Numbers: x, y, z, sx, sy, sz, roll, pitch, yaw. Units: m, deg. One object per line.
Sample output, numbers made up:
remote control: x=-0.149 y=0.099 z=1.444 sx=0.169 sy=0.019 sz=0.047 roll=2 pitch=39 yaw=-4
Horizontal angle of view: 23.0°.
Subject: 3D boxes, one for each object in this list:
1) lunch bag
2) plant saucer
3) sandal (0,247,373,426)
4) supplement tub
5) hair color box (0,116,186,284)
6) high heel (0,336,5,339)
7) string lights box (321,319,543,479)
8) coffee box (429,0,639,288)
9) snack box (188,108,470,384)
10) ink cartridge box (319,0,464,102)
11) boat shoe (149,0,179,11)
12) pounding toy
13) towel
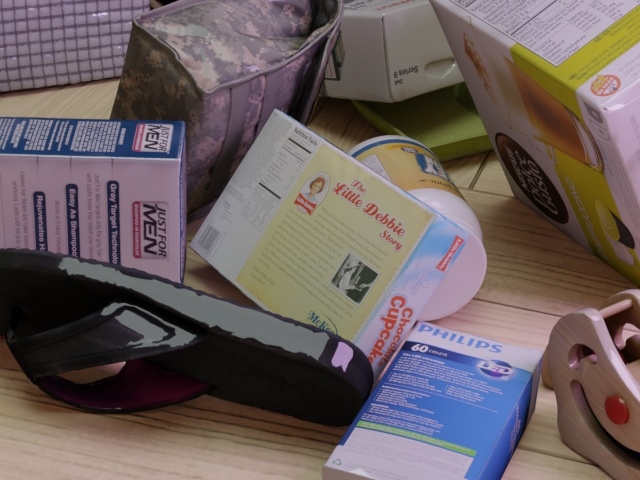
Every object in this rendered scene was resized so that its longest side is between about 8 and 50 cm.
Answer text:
lunch bag: x=-0.097 y=-0.174 z=1.886 sx=0.287 sy=0.235 sz=0.169 roll=-27 pitch=62 yaw=-38
plant saucer: x=0.161 y=-0.158 z=2.092 sx=0.188 sy=0.045 sz=0.188 roll=-14 pitch=34 yaw=-26
sandal: x=-0.174 y=0.108 z=1.508 sx=0.446 sy=0.167 sz=0.107 roll=12 pitch=58 yaw=15
supplement tub: x=0.095 y=-0.014 z=1.738 sx=0.144 sy=0.144 sz=0.200 roll=-5 pitch=31 yaw=-13
hair color box: x=-0.322 y=-0.038 z=1.721 sx=0.347 sy=0.174 sz=0.105 roll=2 pitch=29 yaw=-1
high heel: x=-0.369 y=0.035 z=1.646 sx=0.244 sy=0.117 sz=0.082 roll=2 pitch=30 yaw=0
string lights box: x=0.109 y=0.181 z=1.466 sx=0.133 sy=0.077 sz=0.260 roll=13 pitch=31 yaw=18
coffee box: x=0.385 y=-0.190 z=1.767 sx=0.338 sy=0.337 sz=0.334 roll=-37 pitch=41 yaw=-9
snack box: x=0.000 y=0.000 z=1.655 sx=0.060 sy=0.187 sz=0.322 roll=30 pitch=5 yaw=-40
ink cartridge box: x=0.055 y=-0.274 z=2.137 sx=0.289 sy=0.121 sz=0.211 roll=10 pitch=23 yaw=43
boat shoe: x=-0.239 y=-0.398 z=2.426 sx=0.302 sy=0.109 sz=0.098 roll=29 pitch=38 yaw=29
pounding toy: x=0.320 y=0.128 z=1.496 sx=0.155 sy=0.154 sz=0.269 roll=-19 pitch=37 yaw=-32
towel: x=-0.382 y=-0.343 z=2.192 sx=0.283 sy=0.235 sz=0.121 roll=-11 pitch=27 yaw=-23
